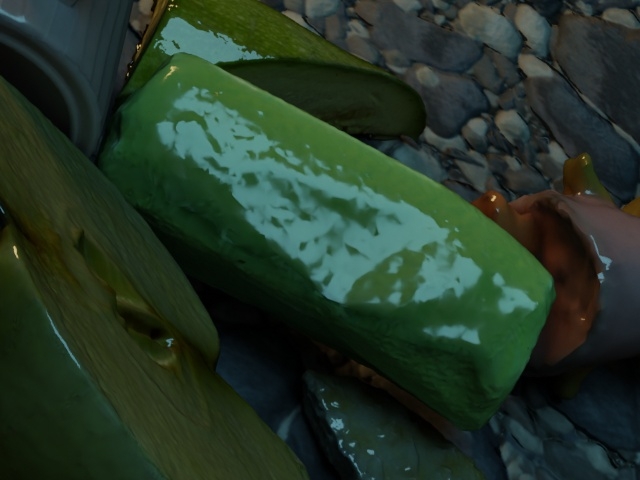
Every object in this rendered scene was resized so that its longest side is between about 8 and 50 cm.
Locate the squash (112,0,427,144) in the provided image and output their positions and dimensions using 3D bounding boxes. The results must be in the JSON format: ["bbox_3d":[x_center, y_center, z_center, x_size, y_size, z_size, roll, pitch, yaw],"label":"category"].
[{"bbox_3d":[-0.020,-0.113,1.459,0.252,0.093,0.169,28,42,-13],"label":"squash"}]

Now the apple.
[{"bbox_3d":[-0.135,0.058,1.057,0.360,0.320,0.311,42,58,-60],"label":"apple"}]

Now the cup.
[{"bbox_3d":[-0.199,-0.193,1.274,0.208,0.288,0.273,59,28,-45],"label":"cup"}]

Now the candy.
[{"bbox_3d":[0.000,0.000,1.329,0.344,0.132,0.142,30,57,-3],"label":"candy"}]

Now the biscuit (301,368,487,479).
[{"bbox_3d":[0.090,0.212,1.310,0.141,0.038,0.289,-1,53,-40],"label":"biscuit"}]

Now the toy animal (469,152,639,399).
[{"bbox_3d":[0.241,0.029,1.478,0.281,0.169,0.195,-2,100,-42],"label":"toy animal"}]
